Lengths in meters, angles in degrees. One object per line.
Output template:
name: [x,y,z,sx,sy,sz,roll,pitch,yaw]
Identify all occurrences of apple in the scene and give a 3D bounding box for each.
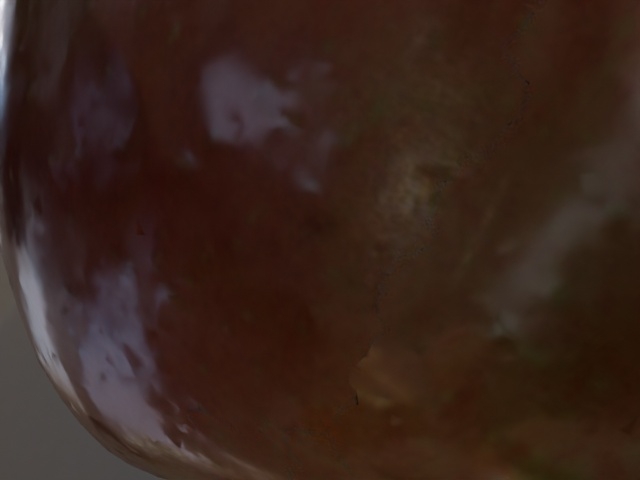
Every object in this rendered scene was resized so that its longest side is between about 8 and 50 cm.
apple: [0.061,-0.036,0.461,0.319,0.319,0.277,9,-89,44]
